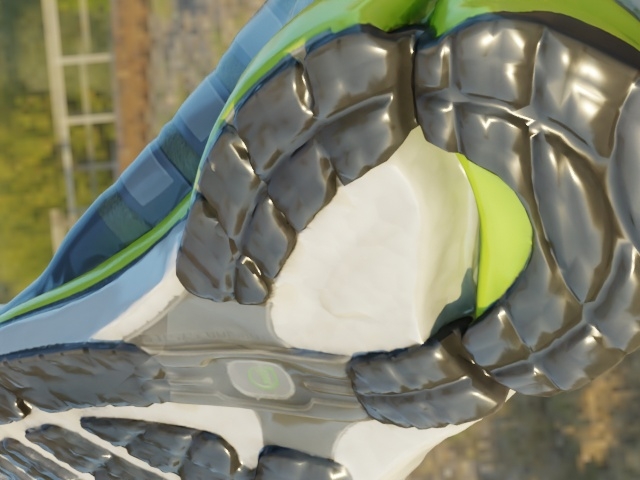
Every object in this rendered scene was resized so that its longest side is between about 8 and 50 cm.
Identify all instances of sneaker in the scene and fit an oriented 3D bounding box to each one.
[{"bbox_3d":[0.000,0.000,0.474,0.300,0.111,0.121,-36,21,49],"label":"sneaker"}]
